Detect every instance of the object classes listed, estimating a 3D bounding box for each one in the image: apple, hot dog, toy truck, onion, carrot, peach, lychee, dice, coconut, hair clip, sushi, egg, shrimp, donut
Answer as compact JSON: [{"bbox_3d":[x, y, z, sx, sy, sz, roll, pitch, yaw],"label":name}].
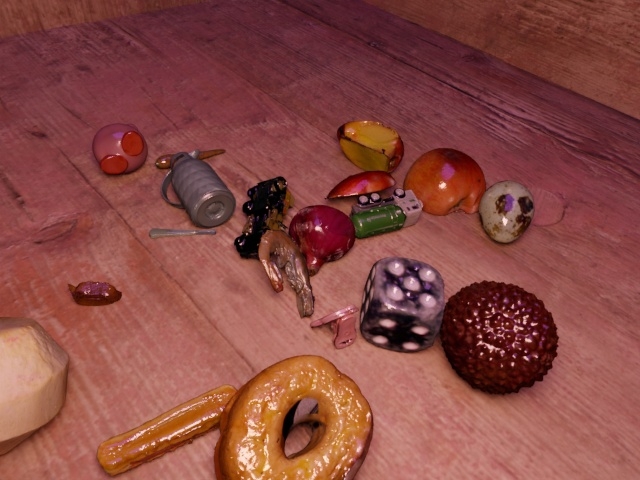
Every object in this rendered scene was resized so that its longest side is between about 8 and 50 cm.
[{"bbox_3d":[0.453,-0.224,1.501,0.293,0.163,0.251,-14,49,-19],"label":"apple"},{"bbox_3d":[-0.299,0.381,0.871,0.286,0.061,0.088,-14,50,-24],"label":"hot dog"},{"bbox_3d":[0.204,-0.083,1.371,0.242,0.101,0.125,-15,55,-18],"label":"toy truck"},{"bbox_3d":[0.000,0.000,1.235,0.195,0.140,0.218,26,57,-11],"label":"onion"},{"bbox_3d":[-0.458,-0.296,1.515,0.254,0.049,0.049,-17,51,-27],"label":"carrot"},{"bbox_3d":[0.186,-0.344,1.583,0.267,0.154,0.159,28,57,30],"label":"peach"},{"bbox_3d":[0.407,0.225,1.012,0.264,0.300,0.264,7,77,-31],"label":"lychee"},{"bbox_3d":[0.202,0.161,1.075,0.183,0.182,0.181,13,45,1],"label":"dice"},{"bbox_3d":[-0.620,0.282,0.811,0.259,0.259,0.259,4,46,-4],"label":"coconut"},{"bbox_3d":[-0.156,-0.058,1.262,0.127,0.127,0.257,-12,50,31],"label":"toy truck"},{"bbox_3d":[0.042,0.189,1.059,0.123,0.138,0.102,-23,48,-18],"label":"hair clip"},{"bbox_3d":[0.124,-0.191,1.425,0.279,0.068,0.189,-17,11,-35],"label":"peach"},{"bbox_3d":[-0.571,0.130,1.079,0.120,0.052,0.055,-1,46,-10],"label":"sushi"},{"bbox_3d":[0.604,-0.092,1.393,0.169,0.169,0.231,17,59,8],"label":"egg"},{"bbox_3d":[-0.089,0.080,1.122,0.173,0.058,0.253,15,52,-52],"label":"shrimp"},{"bbox_3d":[-0.047,0.378,0.835,0.299,0.150,0.317,17,51,-11],"label":"donut"}]

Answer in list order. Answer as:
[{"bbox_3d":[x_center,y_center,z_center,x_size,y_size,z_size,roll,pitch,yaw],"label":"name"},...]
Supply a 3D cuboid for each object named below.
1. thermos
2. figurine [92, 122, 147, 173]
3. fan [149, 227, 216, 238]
[{"bbox_3d":[-0.399,-0.164,1.340,0.182,0.145,0.286,-41,56,-2],"label":"thermos"},{"bbox_3d":[-0.660,-0.305,1.410,0.173,0.173,0.173,4,46,-4],"label":"figurine"},{"bbox_3d":[-0.411,-0.026,1.279,0.193,0.016,0.038,-1,44,-9],"label":"fan"}]
